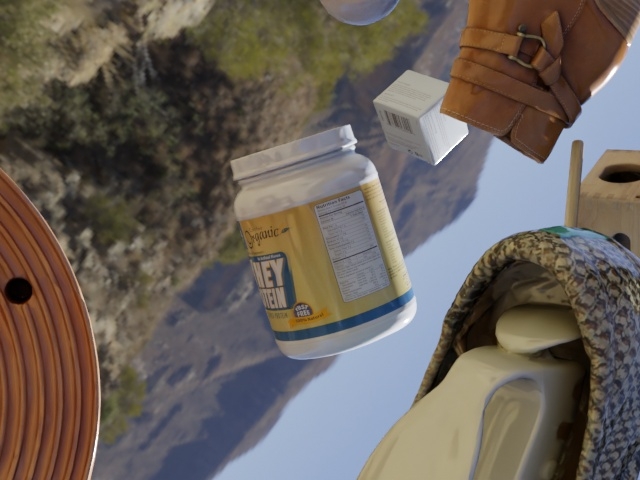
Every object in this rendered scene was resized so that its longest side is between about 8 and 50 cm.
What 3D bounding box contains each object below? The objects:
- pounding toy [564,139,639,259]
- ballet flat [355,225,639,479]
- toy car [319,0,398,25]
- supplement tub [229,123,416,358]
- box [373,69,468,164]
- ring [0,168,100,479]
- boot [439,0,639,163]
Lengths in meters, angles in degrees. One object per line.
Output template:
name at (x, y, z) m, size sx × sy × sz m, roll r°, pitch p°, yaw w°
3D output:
pounding toy at (0.309, -0.020, 0.974) m, size 0.206 × 0.094 × 0.181 m, roll -42°, pitch 129°, yaw -47°
ballet flat at (0.050, 0.215, 0.511) m, size 0.182 × 0.164 × 0.482 m, roll 16°, pitch 93°, yaw -54°
toy car at (-0.003, -0.277, 0.815) m, size 0.182 × 0.136 × 0.159 m, roll -95°, pitch 179°, yaw -53°
supplement tub at (0.000, 0.000, 0.926) m, size 0.144 × 0.199 × 0.144 m, roll -18°, pitch -174°, yaw 2°
box at (0.154, -0.190, 1.464) m, size 0.087 × 0.101 × 0.102 m, roll -44°, pitch 135°, yaw -19°
ring at (-0.281, 0.082, 0.477) m, size 0.336 × 0.337 × 0.032 m, roll -53°, pitch -171°, yaw -8°
boot at (0.164, -0.220, 0.905) m, size 0.220 × 0.284 × 0.109 m, roll -59°, pitch -156°, yaw 9°
